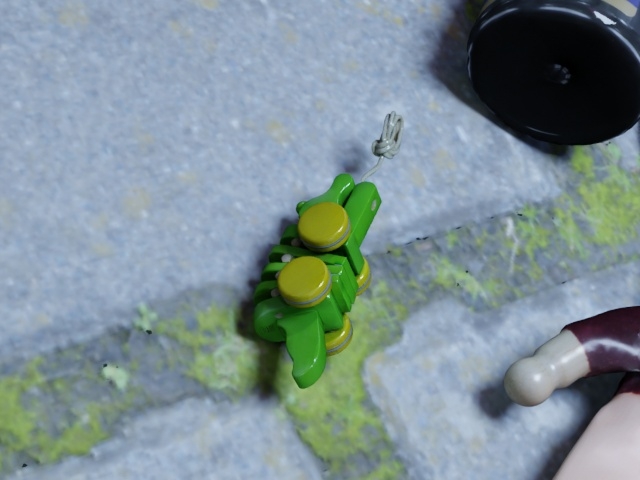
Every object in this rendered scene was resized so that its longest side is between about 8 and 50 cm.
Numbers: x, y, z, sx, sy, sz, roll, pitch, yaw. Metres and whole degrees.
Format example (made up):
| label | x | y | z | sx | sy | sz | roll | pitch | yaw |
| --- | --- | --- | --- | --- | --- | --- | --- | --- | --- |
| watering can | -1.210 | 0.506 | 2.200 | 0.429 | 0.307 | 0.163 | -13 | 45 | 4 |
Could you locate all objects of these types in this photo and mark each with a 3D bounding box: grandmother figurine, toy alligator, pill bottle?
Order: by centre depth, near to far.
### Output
| label | x | y | z | sx | sy | sz | roll | pitch | yaw |
| --- | --- | --- | --- | --- | --- | --- | --- | --- | --- |
| toy alligator | 0.000 | 0.000 | 0.744 | 0.051 | 0.056 | 0.189 | 3 | 53 | 23 |
| grandmother figurine | 0.207 | 0.116 | 0.752 | 0.208 | 0.104 | 0.342 | 41 | 56 | -11 |
| pill bottle | 0.184 | -0.178 | 0.882 | 0.123 | 0.123 | 0.219 | 31 | 54 | -8 |
